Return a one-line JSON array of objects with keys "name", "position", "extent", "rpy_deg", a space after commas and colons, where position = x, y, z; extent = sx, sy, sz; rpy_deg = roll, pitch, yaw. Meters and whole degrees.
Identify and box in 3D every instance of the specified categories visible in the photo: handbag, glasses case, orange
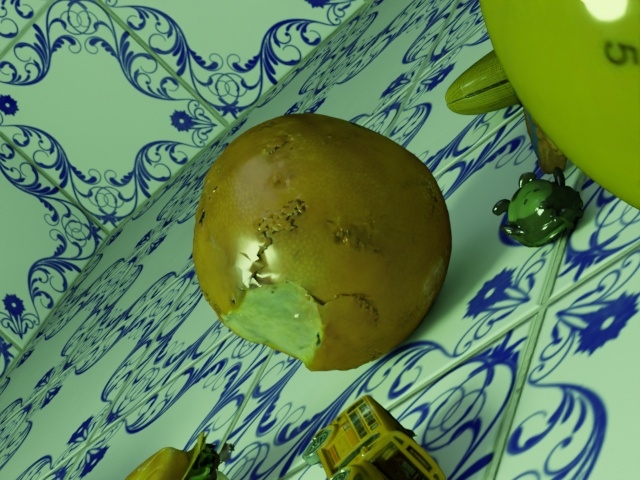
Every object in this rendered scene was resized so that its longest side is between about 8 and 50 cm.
[{"name": "handbag", "position": [0.185, -0.025, 1.269], "extent": [0.072, 0.047, 0.111], "rpy_deg": [-48, 9, -1]}, {"name": "glasses case", "position": [0.211, -0.181, 1.657], "extent": [0.079, 0.064, 0.234], "rpy_deg": [-34, 8, -21]}, {"name": "orange", "position": [0.000, 0.000, 1.381], "extent": [0.240, 0.240, 0.240], "rpy_deg": [-44, 12, 11]}]

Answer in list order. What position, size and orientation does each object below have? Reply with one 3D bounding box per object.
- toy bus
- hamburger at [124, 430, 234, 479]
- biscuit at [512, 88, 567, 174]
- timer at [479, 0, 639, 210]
[{"name": "toy bus", "position": [0.041, 0.164, 1.084], "extent": [0.074, 0.069, 0.162], "rpy_deg": [-44, 10, 0]}, {"name": "hamburger", "position": [-0.143, 0.258, 1.359], "extent": [0.189, 0.093, 0.164], "rpy_deg": [-50, 10, -25]}, {"name": "biscuit", "position": [0.203, -0.150, 1.343], "extent": [0.043, 0.183, 0.280], "rpy_deg": [-8, 1, -2]}, {"name": "timer", "position": [0.280, -0.163, 0.761], "extent": [0.386, 0.376, 0.376], "rpy_deg": [5, 44, 35]}]
